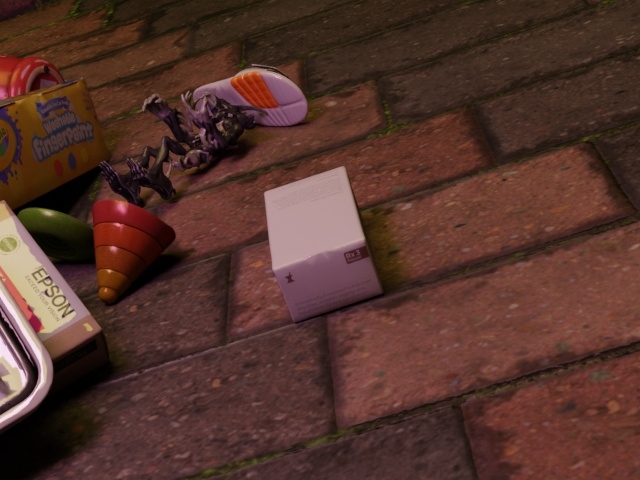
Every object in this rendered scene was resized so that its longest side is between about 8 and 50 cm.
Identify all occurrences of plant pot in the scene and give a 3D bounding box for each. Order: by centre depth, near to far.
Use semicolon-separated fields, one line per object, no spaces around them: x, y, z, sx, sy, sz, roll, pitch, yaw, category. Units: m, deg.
-0.588;-0.260;2.382;0.174;0.191;0.191;-2;30;27;plant pot

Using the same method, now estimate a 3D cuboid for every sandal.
-0.110;-0.251;2.108;0.265;0.102;0.076;4;37;45;sandal

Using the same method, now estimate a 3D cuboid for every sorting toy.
-0.368;0.034;1.766;0.365;0.127;0.126;-4;59;36;sorting toy

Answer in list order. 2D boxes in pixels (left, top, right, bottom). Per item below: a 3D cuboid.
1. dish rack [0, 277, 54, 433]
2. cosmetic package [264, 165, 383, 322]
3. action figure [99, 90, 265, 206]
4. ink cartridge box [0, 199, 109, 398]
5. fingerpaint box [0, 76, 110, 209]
-0.480;0.155;1.375;0.332;0.072;0.285;-32;63;-15;dish rack
0.000;0.000;1.543;0.117;0.085;0.231;-18;27;5;cosmetic package
-0.211;-0.172;1.983;0.164;0.141;0.275;-9;26;49;action figure
-0.399;0.092;1.508;0.193;0.088;0.235;-32;64;-21;ink cartridge box
-0.605;-0.115;2.031;0.371;0.163;0.445;-13;12;15;fingerpaint box
